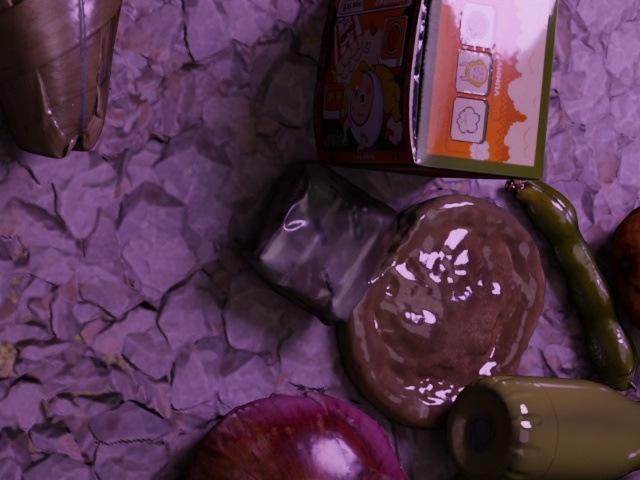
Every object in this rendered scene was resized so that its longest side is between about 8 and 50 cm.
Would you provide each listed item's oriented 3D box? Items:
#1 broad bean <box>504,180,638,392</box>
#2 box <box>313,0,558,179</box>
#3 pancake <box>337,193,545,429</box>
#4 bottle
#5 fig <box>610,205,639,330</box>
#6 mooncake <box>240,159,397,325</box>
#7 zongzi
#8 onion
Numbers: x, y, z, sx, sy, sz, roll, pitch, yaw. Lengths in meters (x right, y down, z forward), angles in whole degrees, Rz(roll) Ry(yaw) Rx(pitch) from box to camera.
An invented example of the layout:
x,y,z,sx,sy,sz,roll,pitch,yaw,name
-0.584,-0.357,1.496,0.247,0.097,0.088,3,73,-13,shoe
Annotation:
x,y,z,sx,sy,sz,roll,pitch,yaw,name
0.263,0.041,1.892,0.053,0.052,0.256,-30,103,-10,broad bean
0.103,-0.150,1.728,0.148,0.195,0.177,5,91,-25,box
0.125,0.070,1.831,0.236,0.042,0.222,-32,106,-21,pancake
0.249,0.192,1.850,0.260,0.112,0.112,6,89,-40,bottle
0.390,0.023,1.863,0.146,0.201,0.134,56,50,-21,fig
0.000,0.000,1.752,0.125,0.073,0.130,37,78,-25,mooncake
-0.196,-0.214,1.640,0.256,0.115,0.228,-31,109,-32,zongzi
-0.017,0.249,1.704,0.230,0.163,0.230,4,79,-19,onion
